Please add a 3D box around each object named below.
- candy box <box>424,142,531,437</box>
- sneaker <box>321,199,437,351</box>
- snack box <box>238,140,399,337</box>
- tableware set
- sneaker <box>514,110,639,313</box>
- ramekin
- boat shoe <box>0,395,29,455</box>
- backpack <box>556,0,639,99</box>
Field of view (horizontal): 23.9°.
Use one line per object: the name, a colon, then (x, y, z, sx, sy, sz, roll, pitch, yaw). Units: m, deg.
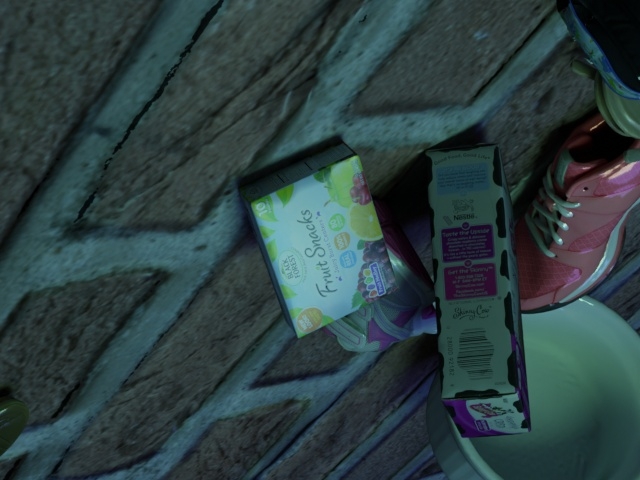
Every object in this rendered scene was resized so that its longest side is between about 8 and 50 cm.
candy box: (0.145, 0.049, 1.377, 0.071, 0.233, 0.159, -6, 160, 10)
sneaker: (0.046, 0.051, 1.438, 0.111, 0.103, 0.252, -27, 154, -3)
snack box: (0.000, 0.000, 1.272, 0.100, 0.037, 0.141, -25, 121, -10)
tableware set: (0.309, -0.135, 1.359, 0.194, 0.128, 0.039, -10, 177, -39)
sneaker: (0.257, -0.055, 1.494, 0.136, 0.116, 0.314, 11, 128, -43)
ramekin: (0.260, 0.204, 1.805, 0.277, 0.277, 0.135, -20, 164, -22)
boat shoe: (-0.329, 0.185, 1.365, 0.153, 0.048, 0.056, -42, 143, 13)
backpack: (0.256, -0.171, 1.205, 0.105, 0.114, 0.084, -30, 177, -2)
